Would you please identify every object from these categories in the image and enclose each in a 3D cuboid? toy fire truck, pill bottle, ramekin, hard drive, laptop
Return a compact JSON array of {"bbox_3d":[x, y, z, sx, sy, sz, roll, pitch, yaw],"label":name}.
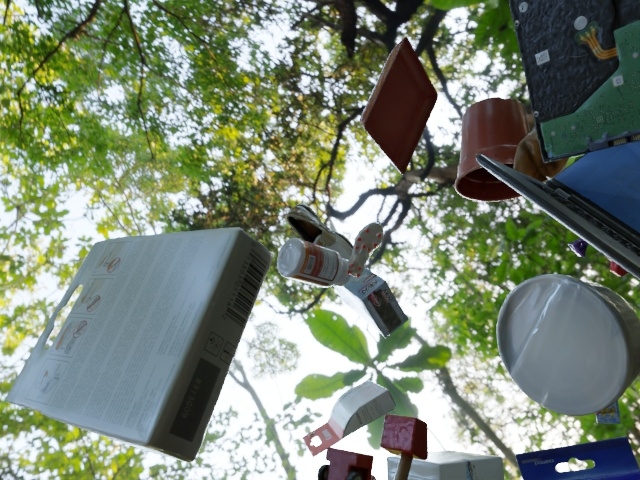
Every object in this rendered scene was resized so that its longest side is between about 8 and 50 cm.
[{"bbox_3d":[0.053,0.278,0.535,0.135,0.047,0.191,33,-120,-40],"label":"toy fire truck"},{"bbox_3d":[-0.013,0.074,1.519,0.216,0.121,0.121,19,-71,-39],"label":"pill bottle"},{"bbox_3d":[0.503,0.199,1.008,0.127,0.273,0.272,-2,-58,-34],"label":"ramekin"},{"bbox_3d":[0.478,-0.327,0.882,0.064,0.237,0.338,-13,-89,-37],"label":"hard drive"},{"bbox_3d":[0.547,-0.087,0.810,0.408,0.382,0.236,10,-60,-42],"label":"laptop"}]

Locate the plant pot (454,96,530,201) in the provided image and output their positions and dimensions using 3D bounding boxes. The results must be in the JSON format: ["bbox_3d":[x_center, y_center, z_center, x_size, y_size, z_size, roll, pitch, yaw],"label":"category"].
[{"bbox_3d":[0.574,-0.303,1.651,0.273,0.264,0.272,3,-21,1],"label":"plant pot"}]

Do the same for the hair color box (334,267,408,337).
[{"bbox_3d":[0.157,0.194,1.881,0.114,0.374,0.185,-37,-67,-10],"label":"hair color box"}]

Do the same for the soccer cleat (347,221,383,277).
[{"bbox_3d":[0.120,0.017,1.389,0.068,0.076,0.196,23,-53,2],"label":"soccer cleat"}]

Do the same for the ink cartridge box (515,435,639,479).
[{"bbox_3d":[0.368,0.436,0.640,0.166,0.332,0.065,-28,-30,30],"label":"ink cartridge box"}]

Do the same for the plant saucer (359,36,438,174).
[{"bbox_3d":[0.202,-0.343,1.318,0.258,0.048,0.258,35,-103,-53],"label":"plant saucer"}]

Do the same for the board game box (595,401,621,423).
[{"bbox_3d":[0.775,0.390,1.386,0.060,0.194,0.194,-9,-57,25],"label":"board game box"}]

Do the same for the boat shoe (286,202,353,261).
[{"bbox_3d":[0.000,0.000,1.762,0.113,0.302,0.103,-51,-4,29],"label":"boat shoe"}]

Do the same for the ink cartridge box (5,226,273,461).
[{"bbox_3d":[-0.285,0.138,0.776,0.091,0.385,0.307,45,-128,-42],"label":"ink cartridge box"}]

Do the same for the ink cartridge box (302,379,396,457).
[{"bbox_3d":[0.059,0.440,1.277,0.233,0.189,0.066,-22,-93,-12],"label":"ink cartridge box"}]

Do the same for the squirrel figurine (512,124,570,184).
[{"bbox_3d":[0.745,-0.286,1.288,0.281,0.371,0.396,25,-111,-27],"label":"squirrel figurine"}]

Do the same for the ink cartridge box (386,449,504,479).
[{"bbox_3d":[0.346,0.695,1.386,0.270,0.198,0.197,13,-110,-35],"label":"ink cartridge box"}]

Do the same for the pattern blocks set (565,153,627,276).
[{"bbox_3d":[0.628,-0.110,1.073,0.286,0.026,0.324,24,-87,-21],"label":"pattern blocks set"}]
